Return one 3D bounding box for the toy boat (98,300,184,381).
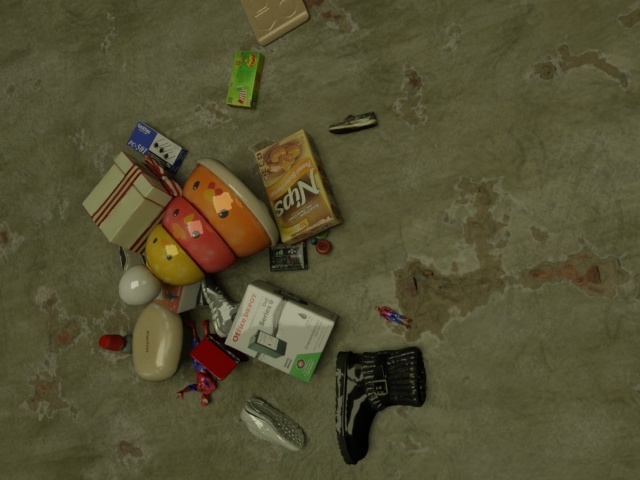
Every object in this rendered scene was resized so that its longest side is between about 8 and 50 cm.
[{"bbox_3d":[-0.576,0.335,1.891,0.318,0.148,0.268,-7,72,26],"label":"toy boat"}]

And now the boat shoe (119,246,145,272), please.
[{"bbox_3d":[-0.670,0.071,2.008,0.065,0.075,0.206,-11,89,60],"label":"boat shoe"}]

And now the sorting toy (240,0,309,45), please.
[{"bbox_3d":[-0.156,-0.777,1.877,0.193,0.038,0.208,-25,85,16],"label":"sorting toy"}]

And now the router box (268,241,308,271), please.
[{"bbox_3d":[-0.104,0.052,1.823,0.122,0.038,0.092,-4,87,18],"label":"router box"}]

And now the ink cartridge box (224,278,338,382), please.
[{"bbox_3d":[-0.120,0.275,1.749,0.289,0.121,0.211,23,96,5],"label":"ink cartridge box"}]

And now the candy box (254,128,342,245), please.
[{"bbox_3d":[-0.071,-0.165,1.776,0.182,0.087,0.317,-24,73,17],"label":"candy box"}]

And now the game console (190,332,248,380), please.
[{"bbox_3d":[-0.325,0.375,1.832,0.144,0.124,0.085,36,90,16],"label":"game console"}]

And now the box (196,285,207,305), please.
[{"bbox_3d":[-0.473,0.110,1.931,0.183,0.056,0.231,-6,86,18],"label":"box"}]

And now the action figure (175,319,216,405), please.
[{"bbox_3d":[-0.411,0.411,1.863,0.091,0.139,0.281,-9,87,19],"label":"action figure"}]

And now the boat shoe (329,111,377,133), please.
[{"bbox_3d":[0.100,-0.367,1.768,0.152,0.056,0.049,-8,81,8],"label":"boat shoe"}]

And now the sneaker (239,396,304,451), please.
[{"bbox_3d":[-0.155,0.600,1.804,0.235,0.090,0.095,32,110,20],"label":"sneaker"}]

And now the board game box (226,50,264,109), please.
[{"bbox_3d":[-0.251,-0.535,1.891,0.092,0.043,0.181,10,91,18],"label":"board game box"}]

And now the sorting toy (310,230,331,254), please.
[{"bbox_3d":[0.000,0.000,1.795,0.061,0.042,0.102,-11,72,2],"label":"sorting toy"}]

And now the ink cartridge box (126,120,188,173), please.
[{"bbox_3d":[-0.572,-0.326,1.987,0.207,0.046,0.097,33,97,17],"label":"ink cartridge box"}]

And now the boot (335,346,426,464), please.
[{"bbox_3d":[0.180,0.486,1.664,0.260,0.131,0.348,-3,87,18],"label":"boot"}]

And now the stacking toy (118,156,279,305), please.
[{"bbox_3d":[-0.392,0.022,1.685,0.350,0.351,0.480,42,76,15],"label":"stacking toy"}]

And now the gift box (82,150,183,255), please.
[{"bbox_3d":[-0.572,-0.121,1.867,0.255,0.276,0.258,43,96,27],"label":"gift box"}]

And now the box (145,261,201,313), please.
[{"bbox_3d":[-0.482,0.137,1.836,0.170,0.091,0.130,23,107,24],"label":"box"}]

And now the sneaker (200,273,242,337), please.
[{"bbox_3d":[-0.302,0.196,1.867,0.132,0.086,0.229,-17,92,11],"label":"sneaker"}]

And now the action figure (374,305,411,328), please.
[{"bbox_3d":[0.217,0.228,1.717,0.115,0.030,0.038,24,100,19],"label":"action figure"}]
